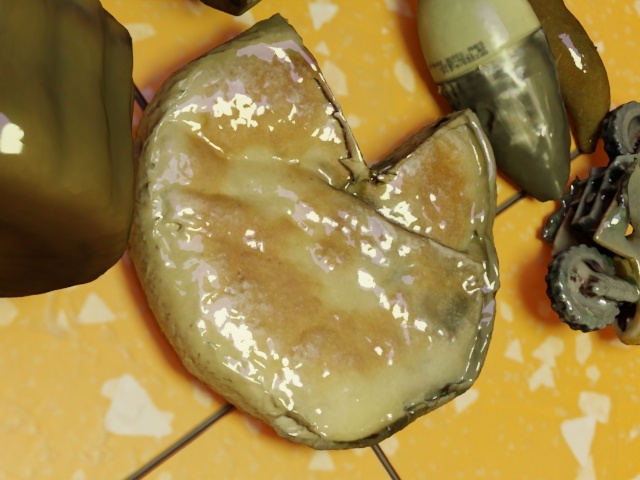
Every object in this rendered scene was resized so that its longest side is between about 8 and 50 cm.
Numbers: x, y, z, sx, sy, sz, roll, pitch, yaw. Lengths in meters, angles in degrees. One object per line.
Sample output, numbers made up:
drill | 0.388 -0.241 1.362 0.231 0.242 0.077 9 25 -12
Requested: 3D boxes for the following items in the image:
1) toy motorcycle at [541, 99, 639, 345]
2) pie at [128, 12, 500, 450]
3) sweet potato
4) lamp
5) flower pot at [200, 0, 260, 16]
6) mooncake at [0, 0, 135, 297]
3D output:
toy motorcycle | 0.261 -0.005 1.327 0.130 0.094 0.229 36 58 -16
pie | 0.000 0.000 1.213 0.337 0.075 0.337 5 79 -24
sweet potato | 0.193 -0.196 1.369 0.069 0.059 0.249 -9 75 -47
lamp | 0.142 -0.146 1.308 0.101 0.101 0.250 -34 100 -29
flower pot | -0.027 -0.321 1.204 0.259 0.290 0.290 -41 94 -15
mooncake | -0.258 -0.072 0.995 0.290 0.290 0.161 8 68 -23
